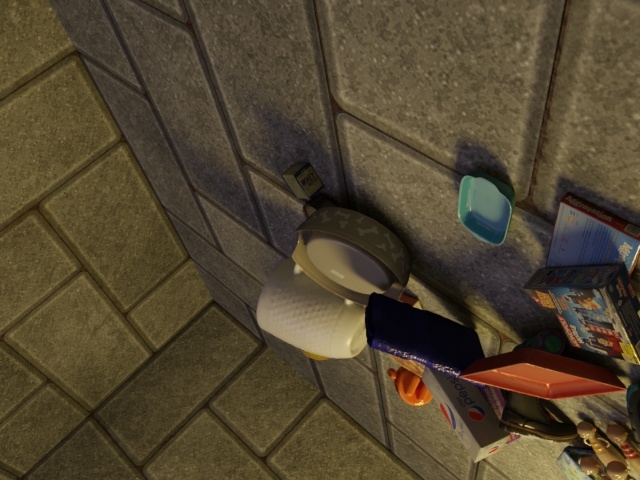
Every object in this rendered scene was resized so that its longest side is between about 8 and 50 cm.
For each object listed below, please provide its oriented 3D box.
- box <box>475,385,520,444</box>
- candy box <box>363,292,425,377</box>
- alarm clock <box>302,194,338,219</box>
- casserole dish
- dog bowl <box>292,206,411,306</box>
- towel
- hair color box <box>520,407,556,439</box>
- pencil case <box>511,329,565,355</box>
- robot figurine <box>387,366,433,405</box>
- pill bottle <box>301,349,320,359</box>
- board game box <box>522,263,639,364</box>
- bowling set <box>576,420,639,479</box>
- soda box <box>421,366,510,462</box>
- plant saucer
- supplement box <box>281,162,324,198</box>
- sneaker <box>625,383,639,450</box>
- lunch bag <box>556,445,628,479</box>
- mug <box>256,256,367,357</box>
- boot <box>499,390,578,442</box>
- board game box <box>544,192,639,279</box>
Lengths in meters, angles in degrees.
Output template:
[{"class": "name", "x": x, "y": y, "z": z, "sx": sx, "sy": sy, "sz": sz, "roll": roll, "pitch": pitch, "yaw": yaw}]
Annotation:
[{"class": "box", "x": 0.458, "y": 0.497, "z": 1.887, "sx": 0.201, "sy": 0.057, "sz": 0.293, "roll": 67, "pitch": 162, "yaw": 11}, {"class": "candy box", "x": 0.256, "y": 0.281, "z": 1.940, "sx": 0.183, "sy": 0.087, "sz": 0.316, "roll": 23, "pitch": 150, "yaw": 47}, {"class": "alarm clock", "x": 0.027, "y": -0.060, "z": 1.788, "sx": 0.192, "sy": 0.064, "sz": 0.129, "roll": 33, "pitch": 156, "yaw": 38}, {"class": "casserole dish", "x": 0.323, "y": -0.066, "z": 1.232, "sx": 0.114, "sy": 0.037, "sz": 0.188, "roll": 36, "pitch": 158, "yaw": 26}, {"class": "dog bowl", "x": 0.086, "y": 0.044, "z": 1.707, "sx": 0.349, "sy": 0.102, "sz": 0.349, "roll": 25, "pitch": 154, "yaw": 13}, {"class": "towel", "x": 0.257, "y": 0.252, "z": 1.593, "sx": 0.308, "sy": 0.076, "sz": 0.228, "roll": 21, "pitch": -156, "yaw": -6}, {"class": "hair color box", "x": 0.577, "y": 0.500, "z": 1.768, "sx": 0.093, "sy": 0.053, "sz": 0.167, "roll": 48, "pitch": 161, "yaw": 1}, {"class": "pencil case", "x": 0.491, "y": 0.249, "z": 1.443, "sx": 0.064, "sy": 0.070, "sz": 0.152, "roll": 42, "pitch": 159, "yaw": 11}, {"class": "robot figurine", "x": 0.311, "y": 0.474, "z": 2.102, "sx": 0.219, "sy": 0.158, "sz": 0.128, "roll": 101, "pitch": 157, "yaw": -87}, {"class": "pill bottle", "x": 0.007, "y": 0.348, "z": 2.413, "sx": 0.188, "sy": 0.188, "sz": 0.334, "roll": 43, "pitch": 159, "yaw": 10}, {"class": "board game box", "x": 0.479, "y": 0.119, "z": 1.159, "sx": 0.194, "sy": 0.060, "sz": 0.194, "roll": 13, "pitch": 142, "yaw": 58}, {"class": "bowling set", "x": 0.671, "y": 0.525, "z": 1.438, "sx": 0.154, "sy": 0.200, "sz": 0.287, "roll": 48, "pitch": 156, "yaw": 0}, {"class": "soda box", "x": 0.397, "y": 0.459, "z": 1.773, "sx": 0.091, "sy": 0.098, "sz": 0.286, "roll": 92, "pitch": 153, "yaw": -47}, {"class": "plant saucer", "x": 0.482, "y": 0.294, "z": 1.405, "sx": 0.258, "sy": 0.048, "sz": 0.259, "roll": 16, "pitch": 157, "yaw": -14}, {"class": "supplement box", "x": -0.050, "y": -0.164, "z": 1.755, "sx": 0.083, "sy": 0.056, "sz": 0.083, "roll": 55, "pitch": 158, "yaw": -22}, {"class": "sneaker", "x": 0.732, "y": 0.424, "z": 1.269, "sx": 0.139, "sy": 0.125, "sz": 0.341, "roll": -31, "pitch": 92, "yaw": 31}, {"class": "lunch bag", "x": 0.695, "y": 0.594, "z": 1.649, "sx": 0.151, "sy": 0.096, "sz": 0.129, "roll": 26, "pitch": 153, "yaw": 23}, {"class": "mug", "x": 0.003, "y": 0.199, "z": 2.067, "sx": 0.328, "sy": 0.276, "sz": 0.374, "roll": 24, "pitch": 131, "yaw": 25}, {"class": "boot", "x": 0.572, "y": 0.436, "z": 1.639, "sx": 0.198, "sy": 0.137, "sz": 0.077, "roll": 9, "pitch": -177, "yaw": -2}, {"class": "board game box", "x": 0.480, "y": 0.043, "z": 1.140, "sx": 0.145, "sy": 0.027, "sz": 0.281, "roll": 35, "pitch": 157, "yaw": 30}]
